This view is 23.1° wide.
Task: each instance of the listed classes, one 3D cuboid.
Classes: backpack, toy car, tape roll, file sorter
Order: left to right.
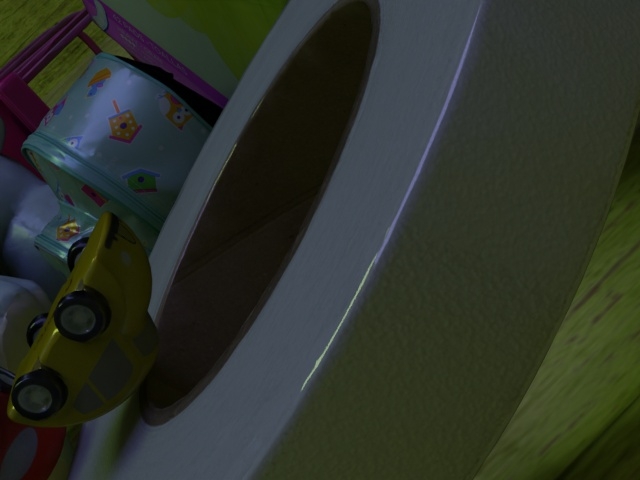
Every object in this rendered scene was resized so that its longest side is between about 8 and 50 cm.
[{"bbox_3d":[-0.141,0.125,0.699,0.239,0.053,0.225,-46,23,52],"label":"toy car"},{"bbox_3d":[-0.168,-0.087,1.275,0.182,0.202,0.290,-48,17,-21],"label":"file sorter"},{"bbox_3d":[-0.094,-0.019,0.947,0.144,0.188,0.166,-46,17,-9],"label":"backpack"},{"bbox_3d":[0.000,0.000,0.677,0.392,0.072,0.392,-55,16,25],"label":"tape roll"}]

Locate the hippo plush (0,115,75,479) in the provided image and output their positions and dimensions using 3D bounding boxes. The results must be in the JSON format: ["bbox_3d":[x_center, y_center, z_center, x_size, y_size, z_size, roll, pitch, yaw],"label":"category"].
[{"bbox_3d":[-0.262,0.053,1.079,0.236,0.294,0.234,-52,-16,-59],"label":"hippo plush"}]

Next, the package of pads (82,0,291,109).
[{"bbox_3d":[-0.067,-0.179,0.972,0.101,0.229,0.296,-40,54,-18],"label":"package of pads"}]
